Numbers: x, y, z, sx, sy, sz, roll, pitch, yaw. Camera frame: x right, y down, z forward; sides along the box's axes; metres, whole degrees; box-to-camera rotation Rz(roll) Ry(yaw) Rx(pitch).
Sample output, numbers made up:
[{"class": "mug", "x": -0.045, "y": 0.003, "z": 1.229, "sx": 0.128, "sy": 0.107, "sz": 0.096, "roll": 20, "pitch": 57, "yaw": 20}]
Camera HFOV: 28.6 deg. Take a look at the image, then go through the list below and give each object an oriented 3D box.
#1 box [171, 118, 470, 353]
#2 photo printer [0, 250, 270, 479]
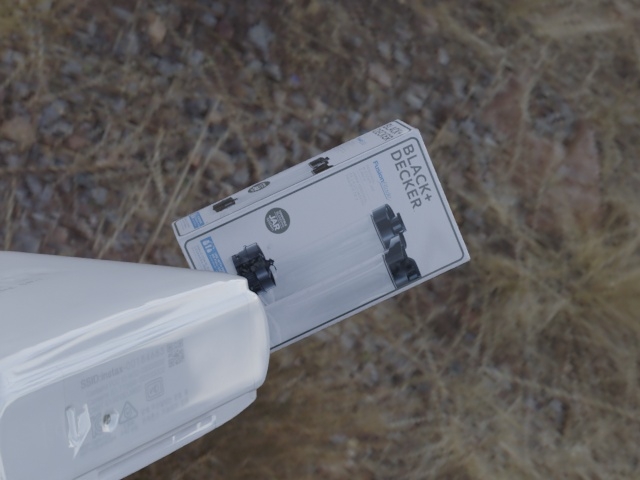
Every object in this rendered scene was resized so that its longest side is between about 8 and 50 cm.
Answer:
[{"class": "box", "x": 0.000, "y": 0.000, "z": 1.399, "sx": 0.290, "sy": 0.169, "sz": 0.087, "roll": -24, "pitch": 15, "yaw": -5}, {"class": "photo printer", "x": -0.228, "y": 0.080, "z": 0.837, "sx": 0.308, "sy": 0.107, "sz": 0.256, "roll": 4, "pitch": 15, "yaw": 35}]
